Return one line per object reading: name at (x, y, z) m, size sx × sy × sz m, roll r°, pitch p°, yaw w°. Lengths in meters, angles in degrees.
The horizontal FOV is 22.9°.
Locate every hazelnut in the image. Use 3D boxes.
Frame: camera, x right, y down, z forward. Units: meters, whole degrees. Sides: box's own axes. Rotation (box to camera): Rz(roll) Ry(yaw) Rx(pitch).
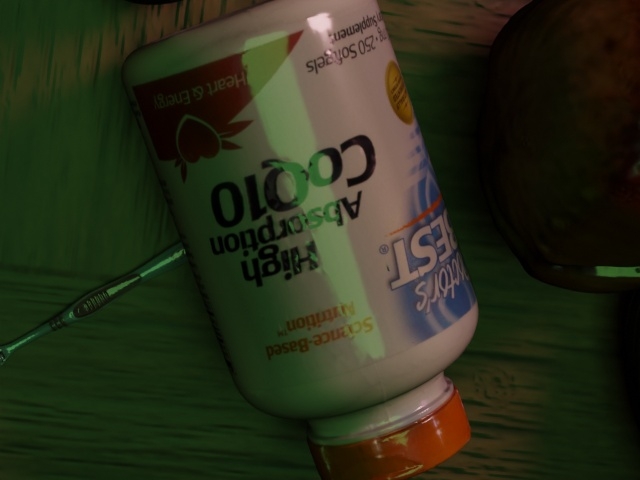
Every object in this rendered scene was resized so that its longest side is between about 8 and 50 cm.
hazelnut at (0.201, -0.063, 0.963) m, size 0.208 × 0.208 × 0.208 m, roll -1°, pitch 97°, yaw -11°

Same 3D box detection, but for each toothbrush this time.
toothbrush at (-0.139, 0.037, 0.992) m, size 0.193 × 0.019 × 0.013 m, roll -30°, pitch 100°, yaw -8°

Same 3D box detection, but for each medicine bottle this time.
medicine bottle at (0.000, 0.000, 0.943) m, size 0.157 × 0.157 × 0.288 m, roll -21°, pitch 100°, yaw -8°

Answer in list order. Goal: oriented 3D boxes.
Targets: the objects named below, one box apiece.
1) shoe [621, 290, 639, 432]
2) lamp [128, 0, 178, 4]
shoe at (0.334, 0.163, 0.975) m, size 0.171 × 0.237 × 0.384 m, roll -25°, pitch 93°, yaw -9°
lamp at (-0.107, -0.225, 0.942) m, size 0.091 × 0.091 × 0.163 m, roll -9°, pitch 81°, yaw -10°
